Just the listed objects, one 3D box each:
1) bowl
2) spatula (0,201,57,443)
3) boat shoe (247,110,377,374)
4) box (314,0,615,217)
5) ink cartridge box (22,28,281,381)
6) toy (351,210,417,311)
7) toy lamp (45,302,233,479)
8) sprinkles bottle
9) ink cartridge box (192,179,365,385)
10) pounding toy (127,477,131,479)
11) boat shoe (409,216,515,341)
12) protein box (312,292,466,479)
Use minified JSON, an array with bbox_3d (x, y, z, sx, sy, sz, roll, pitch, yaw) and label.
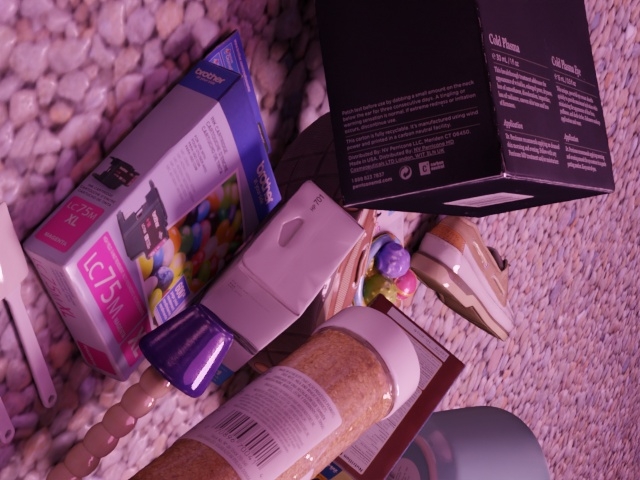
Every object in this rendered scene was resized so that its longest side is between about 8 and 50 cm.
[{"bbox_3d":[0.156,0.369,1.824,0.163,0.311,0.311,19,94,-34],"label":"bowl"},{"bbox_3d":[-0.300,0.104,1.108,0.168,0.019,0.242,-51,149,-38],"label":"spatula"},{"bbox_3d":[0.000,0.000,1.448,0.116,0.123,0.324,-19,134,-60],"label":"boat shoe"},{"bbox_3d":[0.156,-0.194,1.369,0.343,0.179,0.312,3,79,-60],"label":"box"},{"bbox_3d":[-0.136,-0.036,1.240,0.311,0.065,0.186,-53,149,-28],"label":"ink cartridge box"},{"bbox_3d":[0.088,0.066,1.692,0.137,0.056,0.237,-37,140,-44],"label":"toy"},{"bbox_3d":[-0.188,0.172,1.193,0.274,0.080,0.080,-48,151,3],"label":"toy lamp"},{"bbox_3d":[-0.048,0.196,1.283,0.355,0.121,0.121,-35,138,-40],"label":"sprinkles bottle"},{"bbox_3d":[-0.058,0.045,1.297,0.139,0.082,0.191,-51,-174,-38],"label":"ink cartridge box"},{"bbox_3d":[-0.231,0.368,1.263,0.154,0.155,0.269,-8,117,-63],"label":"pounding toy"},{"bbox_3d":[0.227,0.058,1.862,0.103,0.113,0.302,-57,150,-6],"label":"boat shoe"},{"bbox_3d":[0.033,0.205,1.530,0.201,0.136,0.200,-49,179,-29],"label":"protein box"}]
